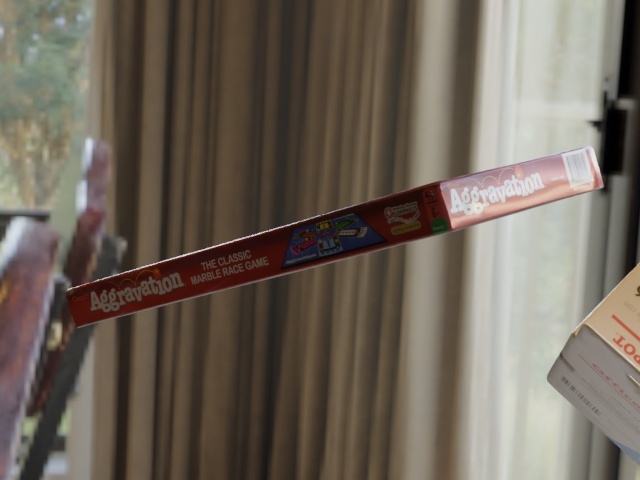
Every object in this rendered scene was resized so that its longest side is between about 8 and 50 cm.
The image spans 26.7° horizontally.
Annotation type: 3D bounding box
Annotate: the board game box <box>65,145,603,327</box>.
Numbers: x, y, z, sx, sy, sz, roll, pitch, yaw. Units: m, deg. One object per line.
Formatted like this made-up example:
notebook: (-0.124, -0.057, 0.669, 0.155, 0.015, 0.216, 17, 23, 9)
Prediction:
board game box: (0.000, 0.000, 0.750, 0.281, 0.027, 0.145, -15, -1, 41)

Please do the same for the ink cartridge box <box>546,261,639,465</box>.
ink cartridge box: (0.086, 0.034, 0.334, 0.048, 0.028, 0.083, 43, -8, 12)
